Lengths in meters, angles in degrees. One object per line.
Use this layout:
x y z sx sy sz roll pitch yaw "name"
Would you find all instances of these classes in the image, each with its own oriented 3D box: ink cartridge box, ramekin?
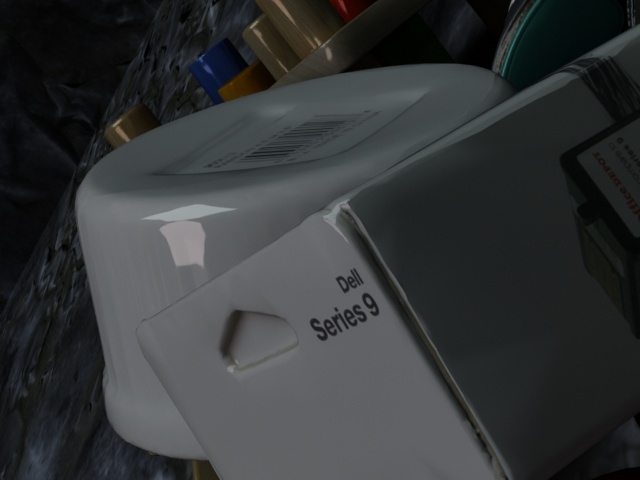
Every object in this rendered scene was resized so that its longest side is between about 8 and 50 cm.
0.096 0.002 0.735 0.289 0.121 0.211 -30 -1 -29 "ink cartridge box"
0.000 0.000 0.986 0.277 0.277 0.135 -129 24 -71 "ramekin"

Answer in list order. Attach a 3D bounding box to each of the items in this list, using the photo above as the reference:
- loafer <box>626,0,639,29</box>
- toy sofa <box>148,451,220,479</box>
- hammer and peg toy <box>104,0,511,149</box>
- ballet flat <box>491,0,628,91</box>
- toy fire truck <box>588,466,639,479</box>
0.213 -0.162 0.970 0.061 0.062 0.170 -14 55 63 "loafer"
-0.014 0.116 1.153 0.362 0.177 0.150 -132 36 -71 "toy sofa"
0.023 -0.138 1.290 0.266 0.127 0.361 -35 5 41 "hammer and peg toy"
0.162 -0.162 1.104 0.203 0.074 0.074 -58 17 3 "ballet flat"
0.158 0.127 0.622 0.246 0.158 0.217 -45 29 -6 "toy fire truck"
